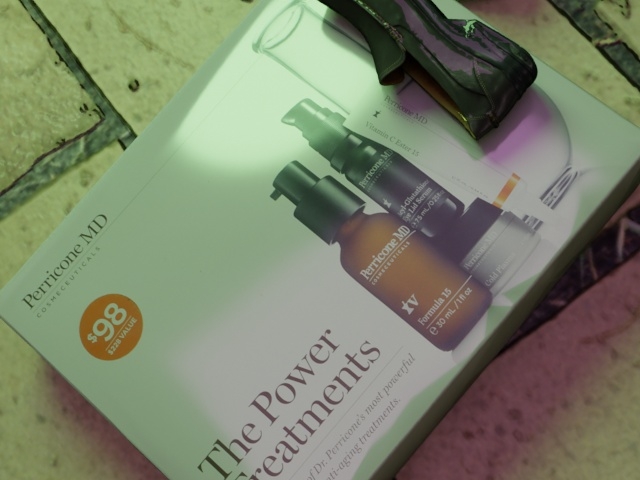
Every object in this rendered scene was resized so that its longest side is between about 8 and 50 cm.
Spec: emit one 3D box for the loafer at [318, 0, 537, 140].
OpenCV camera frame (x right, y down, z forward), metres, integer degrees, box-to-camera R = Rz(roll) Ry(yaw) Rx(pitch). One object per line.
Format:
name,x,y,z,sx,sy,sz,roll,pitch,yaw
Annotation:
loafer,0.055,-0.129,0.678,0.170,0.062,0.061,32,87,17

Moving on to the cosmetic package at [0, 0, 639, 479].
cosmetic package,0.000,0.000,0.734,0.284,0.097,0.377,39,85,19
